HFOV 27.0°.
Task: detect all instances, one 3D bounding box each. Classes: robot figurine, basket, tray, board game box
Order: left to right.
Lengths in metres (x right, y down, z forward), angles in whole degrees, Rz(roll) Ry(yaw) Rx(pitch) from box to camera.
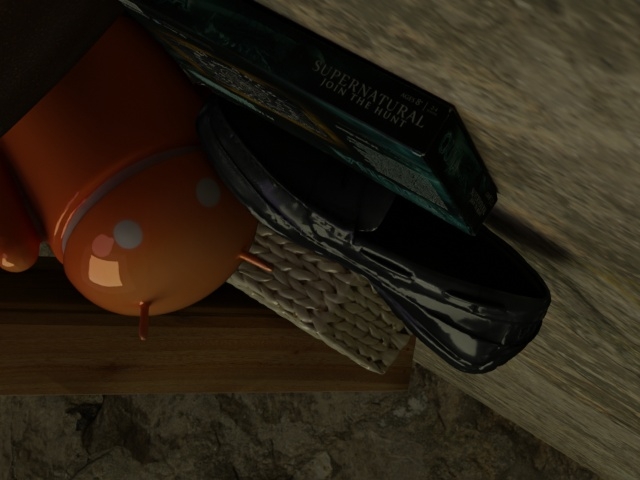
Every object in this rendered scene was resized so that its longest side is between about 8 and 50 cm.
[{"bbox_3d":[-0.118,-0.047,0.802,0.158,0.128,0.219,-1,-130,-51],"label":"robot figurine"},{"bbox_3d":[-0.143,0.070,1.169,0.411,0.076,0.203,2,-169,-28],"label":"tray"},{"bbox_3d":[-0.008,-0.071,0.637,0.186,0.026,0.126,31,175,22],"label":"board game box"},{"bbox_3d":[0.000,0.017,1.029,0.167,0.103,0.113,28,174,41],"label":"basket"}]

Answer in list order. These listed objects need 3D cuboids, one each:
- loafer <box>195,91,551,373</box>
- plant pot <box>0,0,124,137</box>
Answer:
[{"bbox_3d":[0.030,-0.019,0.727,0.223,0.076,0.078,39,140,6],"label":"loafer"},{"bbox_3d":[-0.237,-0.096,0.656,0.215,0.230,0.215,32,175,3],"label":"plant pot"}]
